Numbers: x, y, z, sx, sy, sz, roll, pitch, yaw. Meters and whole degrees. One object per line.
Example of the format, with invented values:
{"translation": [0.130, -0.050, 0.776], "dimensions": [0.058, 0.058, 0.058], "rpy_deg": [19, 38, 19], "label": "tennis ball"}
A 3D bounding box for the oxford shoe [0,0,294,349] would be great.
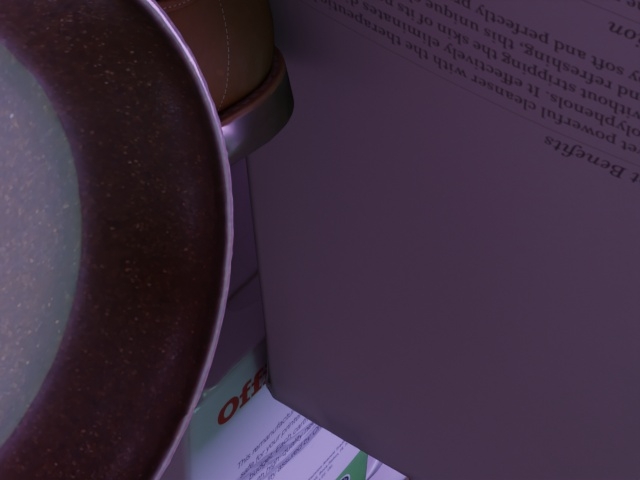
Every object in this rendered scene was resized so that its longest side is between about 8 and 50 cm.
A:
{"translation": [-0.090, -0.028, 0.505], "dimensions": [0.212, 0.076, 0.076], "rpy_deg": [-43, 137, -40], "label": "oxford shoe"}

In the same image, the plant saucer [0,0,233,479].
{"translation": [-0.105, 0.020, 0.410], "dimensions": [0.198, 0.036, 0.199], "rpy_deg": [-25, 128, -37], "label": "plant saucer"}

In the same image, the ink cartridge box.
{"translation": [-0.046, 0.081, 0.877], "dimensions": [0.153, 0.087, 0.208], "rpy_deg": [-43, 151, -37], "label": "ink cartridge box"}

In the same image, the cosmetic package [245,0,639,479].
{"translation": [0.085, -0.044, 0.643], "dimensions": [0.155, 0.197, 0.365], "rpy_deg": [-51, 158, -27], "label": "cosmetic package"}

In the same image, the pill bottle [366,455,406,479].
{"translation": [0.021, 0.108, 1.358], "dimensions": [0.152, 0.152, 0.272], "rpy_deg": [-56, 172, 12], "label": "pill bottle"}
